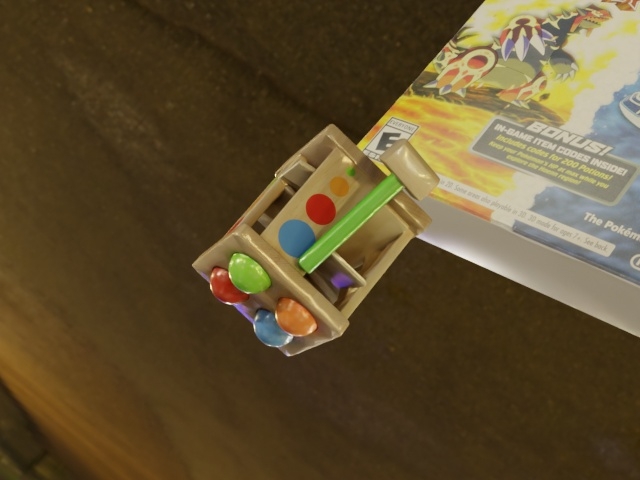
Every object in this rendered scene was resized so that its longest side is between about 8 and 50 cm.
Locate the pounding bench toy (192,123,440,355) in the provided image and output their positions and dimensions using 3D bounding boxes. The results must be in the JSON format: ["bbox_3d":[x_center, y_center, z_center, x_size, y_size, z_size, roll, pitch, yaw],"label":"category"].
[{"bbox_3d":[0.000,0.000,0.382,0.052,0.065,0.083,44,153,-7],"label":"pounding bench toy"}]

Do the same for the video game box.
[{"bbox_3d":[0.146,-0.055,0.487,0.205,0.187,0.048,25,153,35],"label":"video game box"}]
